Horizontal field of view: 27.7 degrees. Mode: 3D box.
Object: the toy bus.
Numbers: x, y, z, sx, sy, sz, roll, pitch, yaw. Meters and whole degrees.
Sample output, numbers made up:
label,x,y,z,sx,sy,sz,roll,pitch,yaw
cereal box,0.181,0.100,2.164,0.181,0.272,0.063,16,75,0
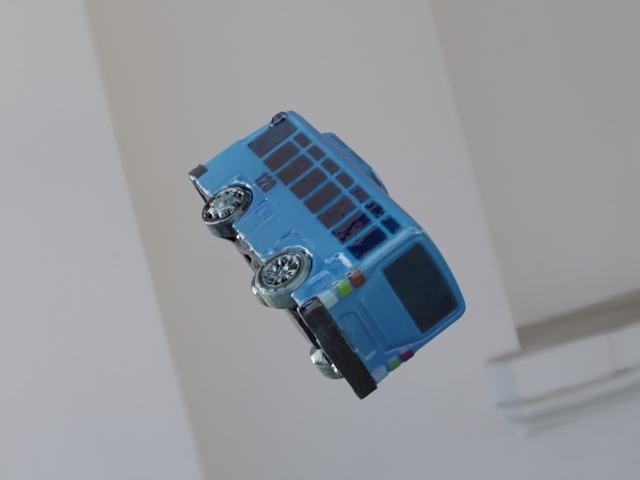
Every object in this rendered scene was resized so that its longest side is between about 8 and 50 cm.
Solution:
label,x,y,z,sx,sy,sz,roll,pitch,yaw
toy bus,0.000,0.000,0.797,0.106,0.090,0.185,-38,40,-4
